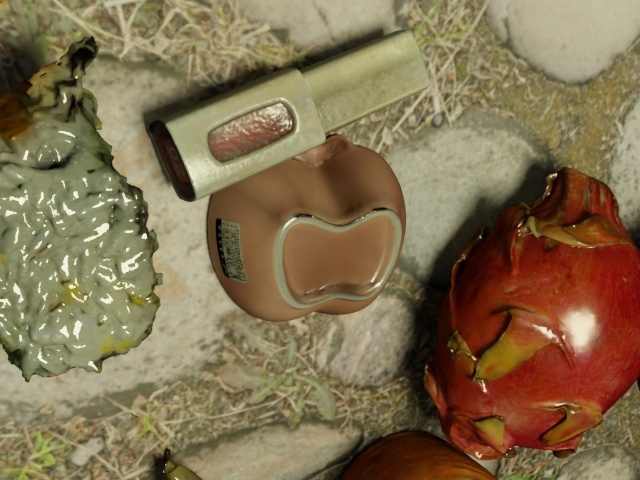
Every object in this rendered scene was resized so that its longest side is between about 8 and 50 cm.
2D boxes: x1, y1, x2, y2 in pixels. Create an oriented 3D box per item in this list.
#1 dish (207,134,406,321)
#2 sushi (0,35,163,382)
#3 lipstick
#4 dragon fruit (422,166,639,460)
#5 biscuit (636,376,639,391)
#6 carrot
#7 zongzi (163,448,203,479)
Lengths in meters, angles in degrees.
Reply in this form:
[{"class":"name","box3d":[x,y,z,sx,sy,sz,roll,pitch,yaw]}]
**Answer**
[{"class":"dish","box3d":[0.000,0.000,0.914,0.213,0.090,0.213,-11,116,-23]},{"class":"sushi","box3d":[-0.216,-0.016,0.739,0.139,0.184,0.274,-20,118,-20]},{"class":"lipstick","box3d":[-0.023,-0.118,0.854,0.252,0.077,0.079,-25,102,-20]},{"class":"dragon fruit","box3d":[0.242,0.089,1.004,0.250,0.250,0.315,41,71,-34]},{"class":"biscuit","box3d":[0.427,0.066,1.125,0.262,0.037,0.262,-47,147,-44]},{"class":"carrot","box3d":[0.120,0.323,1.020,0.193,0.331,0.214,-39,106,-4]},{"class":"zongzi","box3d":[-0.163,0.496,1.019,0.447,0.181,0.418,-43,109,0]}]
